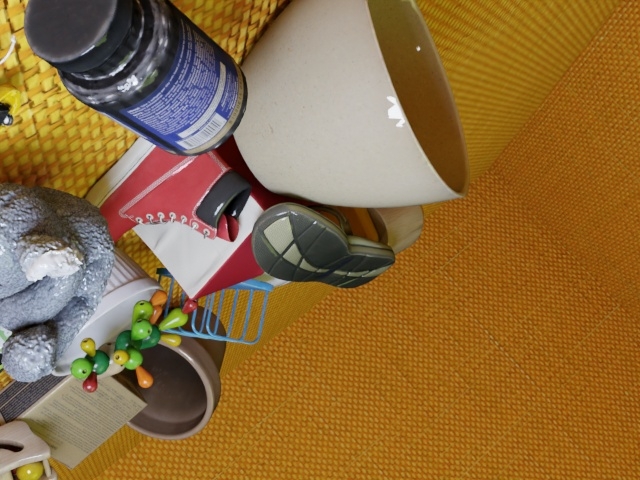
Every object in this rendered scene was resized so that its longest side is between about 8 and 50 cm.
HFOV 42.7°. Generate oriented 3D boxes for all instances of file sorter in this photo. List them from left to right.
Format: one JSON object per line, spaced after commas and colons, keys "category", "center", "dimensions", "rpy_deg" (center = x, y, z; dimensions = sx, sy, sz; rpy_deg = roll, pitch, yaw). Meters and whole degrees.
{"category": "file sorter", "center": [-0.183, 0.108, 1.346], "dimensions": [0.118, 0.104, 0.170], "rpy_deg": [18, 166, -42]}

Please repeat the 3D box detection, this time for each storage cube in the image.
{"category": "storage cube", "center": [-0.140, -0.051, 1.193], "dimensions": [0.215, 0.183, 0.193], "rpy_deg": [-46, 168, 24]}

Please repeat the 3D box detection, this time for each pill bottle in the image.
{"category": "pill bottle", "center": [-0.166, -0.166, 0.765], "dimensions": [0.123, 0.123, 0.219], "rpy_deg": [-43, 157, 7]}

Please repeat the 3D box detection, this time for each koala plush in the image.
{"category": "koala plush", "center": [-0.317, 0.007, 0.846], "dimensions": [0.203, 0.196, 0.221], "rpy_deg": [-50, 172, -18]}

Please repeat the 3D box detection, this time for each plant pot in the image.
{"category": "plant pot", "center": [-0.309, 0.256, 1.751], "dimensions": [0.263, 0.263, 0.229], "rpy_deg": [-47, -175, 29]}

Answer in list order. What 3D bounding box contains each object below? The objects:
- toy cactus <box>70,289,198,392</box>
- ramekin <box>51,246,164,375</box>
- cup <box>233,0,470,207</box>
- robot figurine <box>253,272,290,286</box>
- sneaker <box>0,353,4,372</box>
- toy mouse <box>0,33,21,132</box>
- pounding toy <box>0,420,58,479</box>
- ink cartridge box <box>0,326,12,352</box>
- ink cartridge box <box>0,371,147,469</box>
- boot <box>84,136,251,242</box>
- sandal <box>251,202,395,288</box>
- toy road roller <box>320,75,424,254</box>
{"category": "toy cactus", "center": [-0.288, 0.167, 1.227], "dimensions": [0.180, 0.112, 0.219], "rpy_deg": [-38, -176, 42]}
{"category": "ramekin", "center": [-0.353, 0.100, 1.249], "dimensions": [0.207, 0.109, 0.207], "rpy_deg": [-40, 169, -10]}
{"category": "cup", "center": [0.023, -0.174, 1.057], "dimensions": [0.237, 0.331, 0.331], "rpy_deg": [-20, 178, 22]}
{"category": "robot figurine", "center": [-0.078, -0.020, 1.485], "dimensions": [0.300, 0.199, 0.353], "rpy_deg": [-8, 180, 20]}
{"category": "sneaker", "center": [-0.478, 0.141, 1.087], "dimensions": [0.097, 0.084, 0.235], "rpy_deg": [-50, 176, 9]}
{"category": "toy mouse", "center": [-0.322, -0.117, 0.701], "dimensions": [0.161, 0.031, 0.143], "rpy_deg": [-48, 168, 32]}
{"category": "pounding toy", "center": [-0.568, 0.370, 1.302], "dimensions": [0.270, 0.154, 0.154], "rpy_deg": [-16, 128, -23]}
{"category": "ink cartridge box", "center": [-0.399, 0.087, 1.036], "dimensions": [0.062, 0.109, 0.209], "rpy_deg": [-40, 169, -7]}
{"category": "ink cartridge box", "center": [-0.463, 0.303, 1.526], "dimensions": [0.193, 0.088, 0.234], "rpy_deg": [-39, 147, -8]}
{"category": "boot", "center": [-0.205, -0.029, 1.075], "dimensions": [0.244, 0.176, 0.088], "rpy_deg": [-45, 170, 22]}
{"category": "sandal", "center": [-0.001, 0.001, 1.144], "dimensions": [0.120, 0.086, 0.303], "rpy_deg": [-29, 156, 21]}
{"category": "toy road roller", "center": [0.098, -0.141, 1.303], "dimensions": [0.241, 0.329, 0.202], "rpy_deg": [-21, -177, 36]}
